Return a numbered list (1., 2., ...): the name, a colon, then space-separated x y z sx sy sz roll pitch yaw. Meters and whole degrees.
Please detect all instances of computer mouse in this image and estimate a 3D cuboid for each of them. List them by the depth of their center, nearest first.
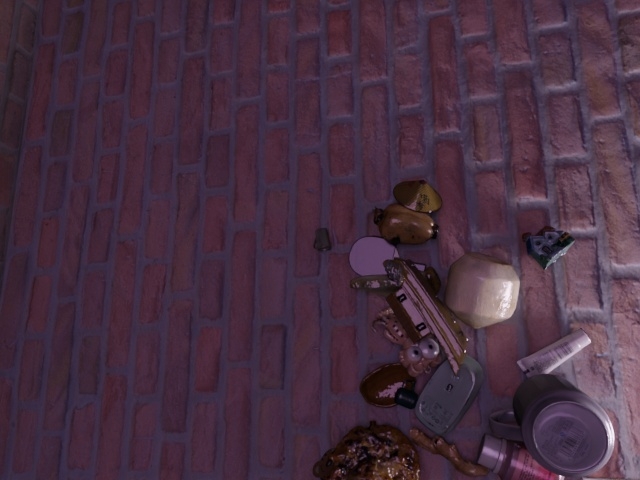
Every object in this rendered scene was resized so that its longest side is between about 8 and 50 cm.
1. computer mouse: 0.449 0.528 1.677 0.159 0.097 0.289 33 97 33

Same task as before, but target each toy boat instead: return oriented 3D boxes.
1. toy boat: 0.347 0.252 1.650 0.162 0.136 0.446 -35 73 5

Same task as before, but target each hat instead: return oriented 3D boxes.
1. hat: 0.375 -0.192 1.809 0.192 0.082 0.193 8 43 -7

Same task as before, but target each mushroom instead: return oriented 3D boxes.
1. mushroom: 0.278 0.169 1.803 0.333 0.087 0.107 -9 91 15

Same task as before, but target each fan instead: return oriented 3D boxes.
1. fan: 0.079 0.785 1.730 0.227 0.008 0.152 -49 44 -12

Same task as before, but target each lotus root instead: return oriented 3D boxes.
1. lotus root: 0.313 -0.057 1.820 0.256 0.140 0.155 17 69 7

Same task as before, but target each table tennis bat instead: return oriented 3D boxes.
1. table tennis bat: 0.255 0.075 1.864 0.301 0.022 0.174 11 82 16

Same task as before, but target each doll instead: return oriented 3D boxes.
1. doll: 0.305 0.358 1.737 0.154 0.119 0.278 -31 66 -31

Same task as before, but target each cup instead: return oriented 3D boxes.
1. cup: 0.685 0.558 1.481 0.322 0.327 0.237 -13 82 16
2. cup: 0.005 -0.001 1.936 0.054 0.075 0.083 -2 70 -24

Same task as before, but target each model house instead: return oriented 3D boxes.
1. model house: 0.786 0.006 1.706 0.148 0.119 0.149 -44 64 1

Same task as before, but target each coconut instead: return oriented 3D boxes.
1. coconut: 0.546 0.177 1.660 0.244 0.245 0.248 15 101 17

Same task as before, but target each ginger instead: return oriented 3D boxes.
1. ginger: 0.438 0.722 1.651 0.288 0.075 0.089 22 111 18

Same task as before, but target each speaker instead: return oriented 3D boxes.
1. speaker: 0.304 0.539 1.703 0.075 0.060 0.094 21 53 3

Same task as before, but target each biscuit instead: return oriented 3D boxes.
1. biscuit: 0.177 0.775 1.638 0.334 0.081 0.289 -33 64 -22

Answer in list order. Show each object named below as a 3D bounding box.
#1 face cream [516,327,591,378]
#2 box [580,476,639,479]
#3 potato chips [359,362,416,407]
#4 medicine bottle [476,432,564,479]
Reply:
1. face cream: 0.800 0.388 1.645 0.243 0.058 0.092 -36 78 10
2. box: 0.949 0.816 1.522 0.220 0.032 0.122 -3 76 14
3. potato chips: 0.245 0.523 1.750 0.201 0.049 0.150 -30 92 6
4. medicine bottle: 0.641 0.721 1.562 0.247 0.147 0.147 18 83 18
